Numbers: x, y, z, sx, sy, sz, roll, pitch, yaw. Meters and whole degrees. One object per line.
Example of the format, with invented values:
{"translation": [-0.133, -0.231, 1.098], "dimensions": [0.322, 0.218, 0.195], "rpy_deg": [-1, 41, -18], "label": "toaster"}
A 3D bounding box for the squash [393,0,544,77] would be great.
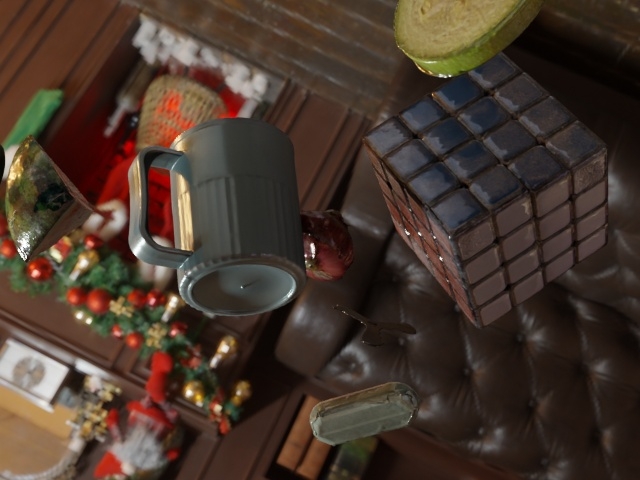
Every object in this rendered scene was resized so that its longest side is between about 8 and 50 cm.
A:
{"translation": [0.190, -0.316, 1.087], "dimensions": [0.219, 0.219, 0.041], "rpy_deg": [1, 158, 45], "label": "squash"}

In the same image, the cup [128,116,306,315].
{"translation": [-0.177, -0.052, 1.621], "dimensions": [0.256, 0.311, 0.331], "rpy_deg": [-22, 147, 21], "label": "cup"}

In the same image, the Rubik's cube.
{"translation": [0.334, -0.097, 1.679], "dimensions": [0.344, 0.337, 0.344], "rpy_deg": [56, 175, 37], "label": "Rubik's cube"}

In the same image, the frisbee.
{"translation": [0.108, 0.186, 1.916], "dimensions": [0.187, 0.012, 0.211], "rpy_deg": [27, -161, 33], "label": "frisbee"}

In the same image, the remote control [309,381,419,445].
{"translation": [0.092, 0.372, 1.808], "dimensions": [0.247, 0.052, 0.104], "rpy_deg": [-20, 109, 16], "label": "remote control"}

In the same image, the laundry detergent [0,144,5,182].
{"translation": [-0.578, -0.077, 1.290], "dimensions": [0.144, 0.078, 0.222], "rpy_deg": [27, 119, -19], "label": "laundry detergent"}

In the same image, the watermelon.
{"translation": [-0.492, -0.077, 1.499], "dimensions": [0.202, 0.136, 0.207], "rpy_deg": [89, 159, -69], "label": "watermelon"}

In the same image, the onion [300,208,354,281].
{"translation": [0.000, 0.000, 1.791], "dimensions": [0.183, 0.147, 0.184], "rpy_deg": [28, 148, 19], "label": "onion"}
